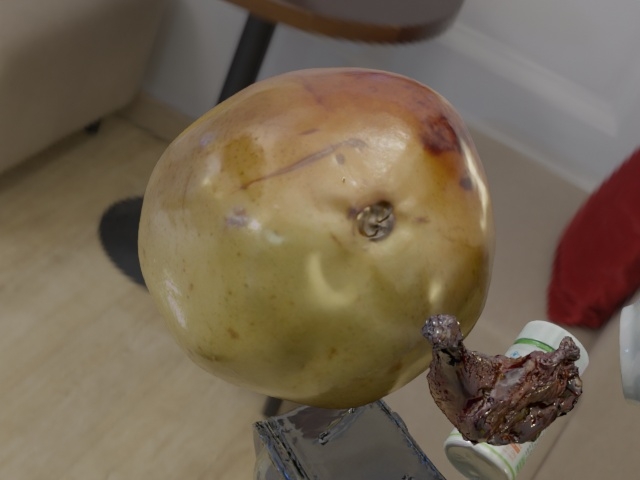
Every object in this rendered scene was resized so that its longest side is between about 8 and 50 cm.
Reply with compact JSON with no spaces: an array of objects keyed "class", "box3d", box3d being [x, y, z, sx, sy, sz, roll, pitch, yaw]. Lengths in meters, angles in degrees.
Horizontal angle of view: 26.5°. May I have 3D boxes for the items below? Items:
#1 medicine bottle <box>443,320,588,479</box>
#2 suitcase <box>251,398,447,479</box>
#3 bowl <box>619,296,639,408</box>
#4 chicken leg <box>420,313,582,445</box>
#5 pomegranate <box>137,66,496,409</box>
[{"class":"medicine bottle","box3d":[0.217,0.182,1.508,0.086,0.086,0.183,32,62,13]},{"class":"suitcase","box3d":[0.070,0.336,1.332,0.194,0.283,0.434,-21,24,-8]},{"class":"bowl","box3d":[0.294,0.095,1.126,0.086,0.189,0.189,-3,27,20]},{"class":"chicken leg","box3d":[0.120,0.096,0.930,0.205,0.093,0.053,7,37,-50]},{"class":"pomegranate","box3d":[0.000,0.000,1.143,0.319,0.319,0.319,16,33,-11]}]
